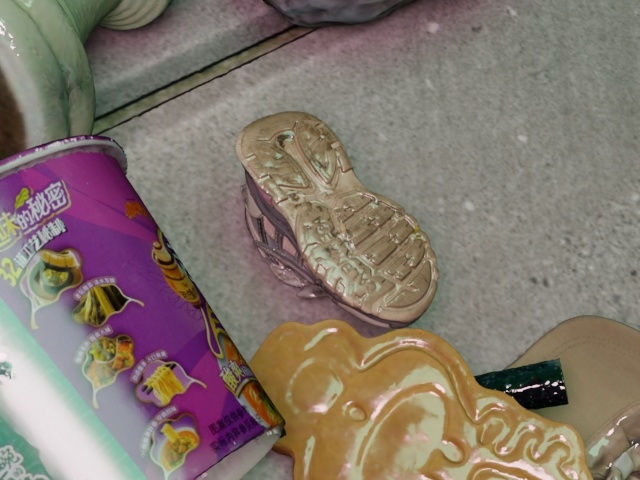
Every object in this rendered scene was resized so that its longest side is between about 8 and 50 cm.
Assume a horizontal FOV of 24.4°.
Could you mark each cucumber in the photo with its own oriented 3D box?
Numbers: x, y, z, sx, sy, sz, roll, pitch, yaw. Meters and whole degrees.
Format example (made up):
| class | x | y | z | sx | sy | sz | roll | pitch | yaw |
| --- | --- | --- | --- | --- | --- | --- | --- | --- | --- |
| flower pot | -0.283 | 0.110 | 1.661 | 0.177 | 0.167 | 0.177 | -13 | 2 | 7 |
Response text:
| class | x | y | z | sx | sy | sz | roll | pitch | yaw |
| --- | --- | --- | --- | --- | --- | --- | --- | --- | --- |
| cucumber | 0.097 | 0.107 | 0.986 | 0.133 | 0.032 | 0.032 | -13 | 53 | 10 |

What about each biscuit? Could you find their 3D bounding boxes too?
| class | x | y | z | sx | sy | sz | roll | pitch | yaw |
| --- | --- | --- | --- | --- | --- | --- | --- | --- | --- |
| biscuit | 0.055 | 0.132 | 0.945 | 0.236 | 0.040 | 0.144 | 32 | 68 | 16 |

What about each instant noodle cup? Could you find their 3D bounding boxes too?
| class | x | y | z | sx | sy | sz | roll | pitch | yaw |
| --- | --- | --- | --- | --- | --- | --- | --- | --- | --- |
| instant noodle cup | -0.152 | 0.093 | 0.818 | 0.251 | 0.251 | 0.190 | -33 | 78 | -36 |

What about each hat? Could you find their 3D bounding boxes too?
| class | x | y | z | sx | sy | sz | roll | pitch | yaw |
| --- | --- | --- | --- | --- | --- | --- | --- | --- | --- |
| hat | 0.203 | 0.148 | 1.007 | 0.166 | 0.144 | 0.173 | -39 | 28 | -10 |

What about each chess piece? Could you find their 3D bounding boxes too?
| class | x | y | z | sx | sy | sz | roll | pitch | yaw |
| --- | --- | --- | --- | --- | --- | --- | --- | --- | --- |
| chess piece | -0.195 | -0.167 | 1.043 | 0.194 | 0.194 | 0.299 | 30 | 41 | 5 |

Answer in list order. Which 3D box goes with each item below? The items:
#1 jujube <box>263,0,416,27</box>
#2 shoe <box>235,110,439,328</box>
| class | x | y | z | sx | sy | sz | roll | pitch | yaw |
| --- | --- | --- | --- | --- | --- | --- | --- | --- | --- |
| jujube | 0.056 | -0.302 | 1.211 | 0.317 | 0.226 | 0.226 | -28 | 66 | -28 |
| shoe | 0.000 | 0.000 | 1.031 | 0.089 | 0.092 | 0.180 | -30 | 71 | -30 |
